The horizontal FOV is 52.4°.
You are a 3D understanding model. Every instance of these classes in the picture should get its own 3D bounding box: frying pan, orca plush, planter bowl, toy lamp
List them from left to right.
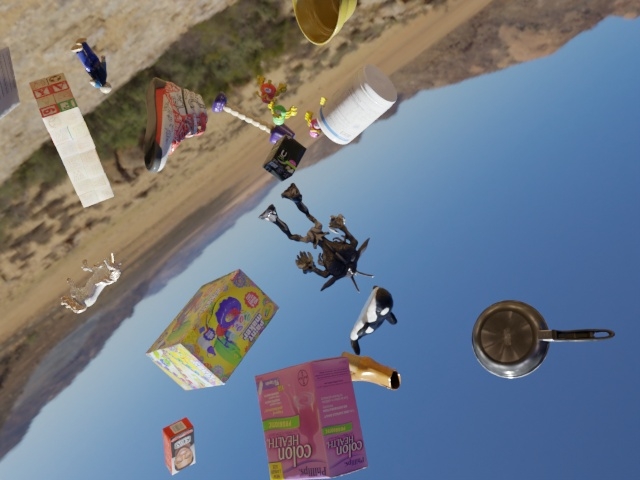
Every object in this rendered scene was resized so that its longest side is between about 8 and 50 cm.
[{"bbox_3d":[-0.212,-0.386,2.098,0.080,0.274,0.080,-62,180,0],"label":"toy lamp"},{"bbox_3d":[0.023,-0.573,1.514,0.090,0.217,0.217,-18,176,-27],"label":"planter bowl"},{"bbox_3d":[0.159,0.232,1.811,0.151,0.102,0.287,-68,179,-51],"label":"orca plush"},{"bbox_3d":[0.525,0.261,1.604,0.326,0.053,0.197,17,-96,34],"label":"frying pan"}]

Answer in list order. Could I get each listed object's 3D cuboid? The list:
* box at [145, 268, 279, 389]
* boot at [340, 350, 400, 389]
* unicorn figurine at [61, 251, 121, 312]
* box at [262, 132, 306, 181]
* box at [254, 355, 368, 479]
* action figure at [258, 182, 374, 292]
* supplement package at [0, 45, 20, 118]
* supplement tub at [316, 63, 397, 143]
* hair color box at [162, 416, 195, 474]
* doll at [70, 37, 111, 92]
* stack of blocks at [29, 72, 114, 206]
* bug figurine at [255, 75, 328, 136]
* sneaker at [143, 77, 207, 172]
[{"bbox_3d":[-0.320,0.269,1.929,0.279,0.177,0.290,-23,-155,52],"label":"box"},{"bbox_3d":[0.187,0.487,2.344,0.104,0.211,0.295,-64,161,-16],"label":"boot"},{"bbox_3d":[-0.472,0.082,1.360,0.060,0.111,0.162,21,96,-52],"label":"unicorn figurine"},{"bbox_3d":[-0.082,-0.188,1.477,0.052,0.062,0.083,-21,-143,56],"label":"box"},{"bbox_3d":[-0.026,0.402,1.462,0.117,0.243,0.213,0,163,-41],"label":"box"},{"bbox_3d":[0.000,0.000,1.473,0.164,0.275,0.141,-45,-174,-1],"label":"action figure"},{"bbox_3d":[-0.747,-0.328,1.382,0.138,0.134,0.244,-5,-156,-8],"label":"supplement package"},{"bbox_3d":[0.052,-0.197,0.952,0.107,0.071,0.071,-37,-174,36],"label":"supplement tub"},{"bbox_3d":[-0.368,0.536,1.698,0.072,0.043,0.141,-21,131,-33],"label":"hair color box"},{"bbox_3d":[-0.720,-0.553,2.081,0.046,0.189,0.129,-3,-130,17],"label":"doll"},{"bbox_3d":[-0.637,-0.255,1.677,0.087,0.171,0.297,-23,140,-16],"label":"stack of blocks"},{"bbox_3d":[-0.061,-0.372,1.869,0.216,0.278,0.072,104,4,-74],"label":"bug figurine"},{"bbox_3d":[-0.344,-0.268,1.573,0.090,0.144,0.270,-42,-135,43],"label":"sneaker"}]
